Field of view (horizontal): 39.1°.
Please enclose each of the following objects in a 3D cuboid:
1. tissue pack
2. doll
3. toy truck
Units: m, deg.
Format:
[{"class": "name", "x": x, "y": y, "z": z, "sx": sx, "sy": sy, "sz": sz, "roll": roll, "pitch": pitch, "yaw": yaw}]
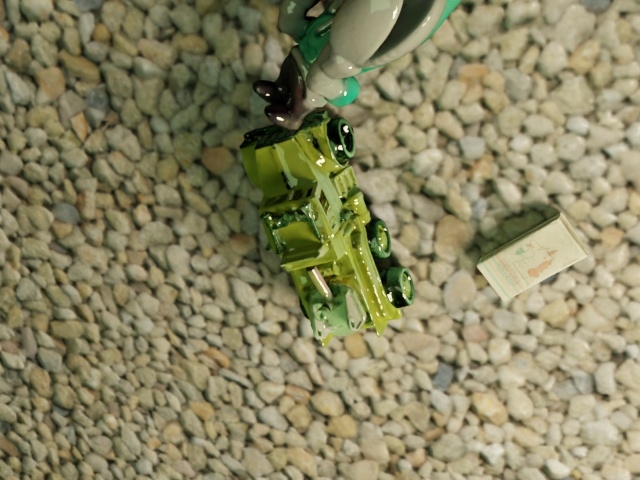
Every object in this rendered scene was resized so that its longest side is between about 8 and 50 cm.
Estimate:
[{"class": "tissue pack", "x": 0.229, "y": 0.019, "z": 0.978, "sx": 0.108, "sy": 0.023, "sz": 0.056, "roll": -32, "pitch": 101, "yaw": 28}, {"class": "doll", "x": 0.038, "y": -0.211, "z": 0.850, "sx": 0.195, "sy": 0.153, "sz": 0.258, "roll": 33, "pitch": 101, "yaw": 35}, {"class": "toy truck", "x": 0.000, "y": -0.004, "z": 0.983, "sx": 0.128, "sy": 0.135, "sz": 0.259, "roll": -13, "pitch": 106, "yaw": 23}]
